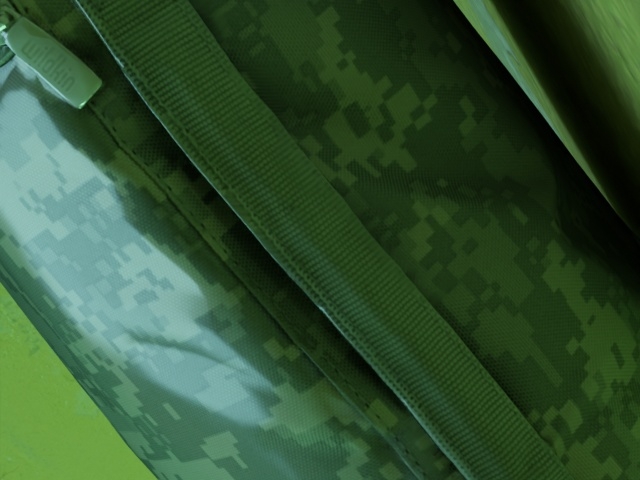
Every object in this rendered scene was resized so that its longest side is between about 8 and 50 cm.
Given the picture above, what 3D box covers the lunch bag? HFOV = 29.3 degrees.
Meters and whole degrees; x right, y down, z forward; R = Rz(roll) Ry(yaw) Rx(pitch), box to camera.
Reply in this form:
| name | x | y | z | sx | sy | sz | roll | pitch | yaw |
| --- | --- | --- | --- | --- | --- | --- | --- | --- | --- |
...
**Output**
| name | x | y | z | sx | sy | sz | roll | pitch | yaw |
| --- | --- | --- | --- | --- | --- | --- | --- | --- | --- |
| lunch bag | 0.000 | 0.000 | 0.468 | 0.305 | 0.212 | 0.256 | 51 | 179 | -8 |
